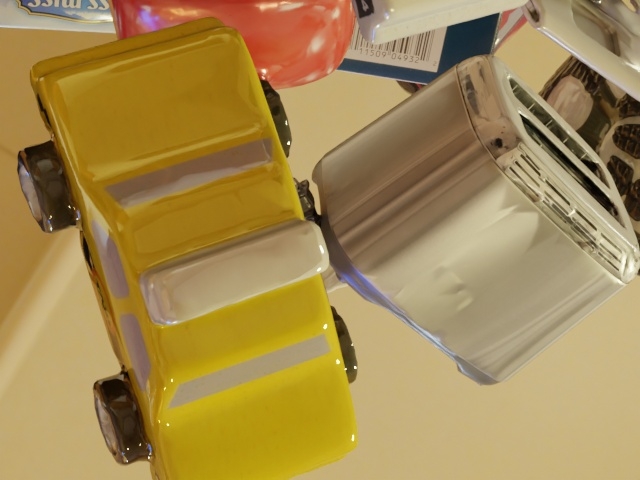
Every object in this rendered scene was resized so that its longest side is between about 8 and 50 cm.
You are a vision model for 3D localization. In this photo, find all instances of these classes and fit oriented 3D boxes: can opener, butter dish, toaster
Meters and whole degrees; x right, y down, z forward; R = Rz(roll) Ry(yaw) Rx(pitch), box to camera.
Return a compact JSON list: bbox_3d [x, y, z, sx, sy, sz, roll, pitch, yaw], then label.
[{"bbox_3d":[0.208,-0.083,0.662,0.095,0.283,0.076,-39,-144,38],"label":"can opener"},{"bbox_3d":[-0.041,-0.113,0.640,0.160,0.160,0.118,105,-18,-76],"label":"butter dish"},{"bbox_3d":[0.099,-0.018,0.861,0.146,0.227,0.129,-37,-146,23],"label":"toaster"}]

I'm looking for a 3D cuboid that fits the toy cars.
[{"bbox_3d":[0.001,-0.084,0.505,0.393,0.176,0.087,-67,-161,-8],"label":"toy cars"}]

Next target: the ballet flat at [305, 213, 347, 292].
[{"bbox_3d":[0.000,0.000,1.635,0.400,0.139,0.139,-22,-167,1],"label":"ballet flat"}]

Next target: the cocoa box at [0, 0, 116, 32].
[{"bbox_3d":[-0.253,-0.408,1.715,0.231,0.347,0.228,-114,-150,-55],"label":"cocoa box"}]

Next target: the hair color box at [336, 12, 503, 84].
[{"bbox_3d":[0.062,-0.265,1.223,0.347,0.174,0.105,-89,-171,-59],"label":"hair color box"}]

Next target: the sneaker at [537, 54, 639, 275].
[{"bbox_3d":[0.346,-0.066,1.286,0.158,0.182,0.410,-59,-159,21],"label":"sneaker"}]

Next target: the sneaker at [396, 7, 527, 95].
[{"bbox_3d":[0.195,-0.254,1.400,0.136,0.116,0.314,-14,159,-44],"label":"sneaker"}]
